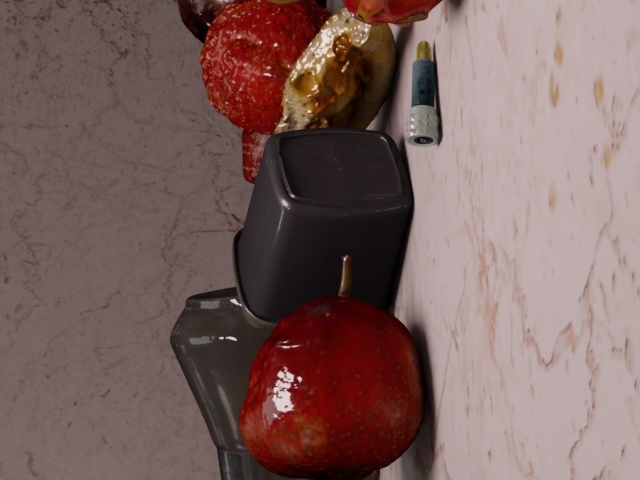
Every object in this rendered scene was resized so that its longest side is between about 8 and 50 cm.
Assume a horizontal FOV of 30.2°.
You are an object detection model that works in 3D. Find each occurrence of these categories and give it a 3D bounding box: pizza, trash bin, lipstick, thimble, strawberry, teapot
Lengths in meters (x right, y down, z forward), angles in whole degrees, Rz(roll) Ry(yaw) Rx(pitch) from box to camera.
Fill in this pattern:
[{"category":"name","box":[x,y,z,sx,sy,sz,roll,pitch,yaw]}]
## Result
[{"category":"pizza","box":[0.018,-0.183,1.537,0.074,0.182,0.365,46,153,13]},{"category":"trash bin","box":[0.000,0.000,1.531,0.290,0.209,0.182,105,159,-50]},{"category":"lipstick","box":[0.111,-0.160,1.278,0.037,0.037,0.116,106,167,-70]},{"category":"thimble","box":[-0.087,-0.185,2.547,0.189,0.163,0.125,-131,40,-81]},{"category":"strawberry","box":[-0.063,-0.283,1.948,0.277,0.257,0.257,-139,48,-69]},{"category":"teapot","box":[-0.047,0.248,1.839,0.376,0.305,0.362,-5,94,55]}]

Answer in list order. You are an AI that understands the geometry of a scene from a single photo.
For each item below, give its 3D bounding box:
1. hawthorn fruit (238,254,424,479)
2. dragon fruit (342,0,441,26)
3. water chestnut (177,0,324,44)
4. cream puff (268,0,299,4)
[{"category":"hawthorn fruit","box":[0.025,0.150,1.376,0.230,0.210,0.266,67,-146,-71]},{"category":"dragon fruit","box":[0.073,-0.271,1.151,0.166,0.133,0.136,-8,123,52]},{"category":"water chestnut","box":[-0.104,-0.497,2.343,0.302,0.350,0.350,-25,57,37]},{"category":"cream puff","box":[-0.010,-0.470,1.438,0.327,0.231,0.343,-113,14,-81]}]
